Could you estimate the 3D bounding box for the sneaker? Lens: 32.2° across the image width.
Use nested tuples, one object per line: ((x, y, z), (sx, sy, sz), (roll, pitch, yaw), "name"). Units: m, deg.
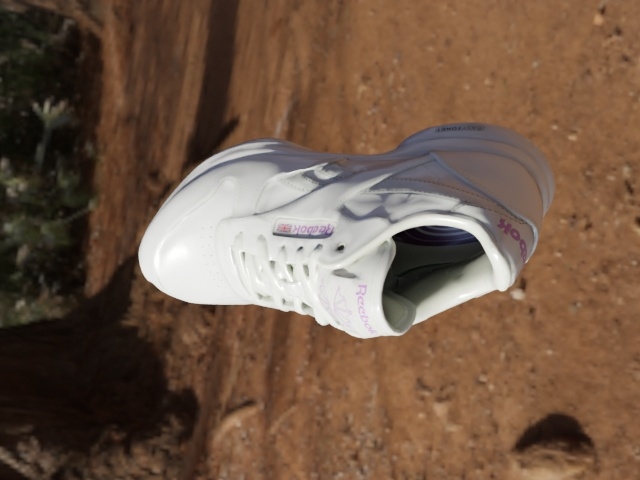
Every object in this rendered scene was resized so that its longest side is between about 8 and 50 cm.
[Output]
((0.000, 0.000, 0.748), (0.152, 0.305, 0.114), (-69, -39, -52), "sneaker")
